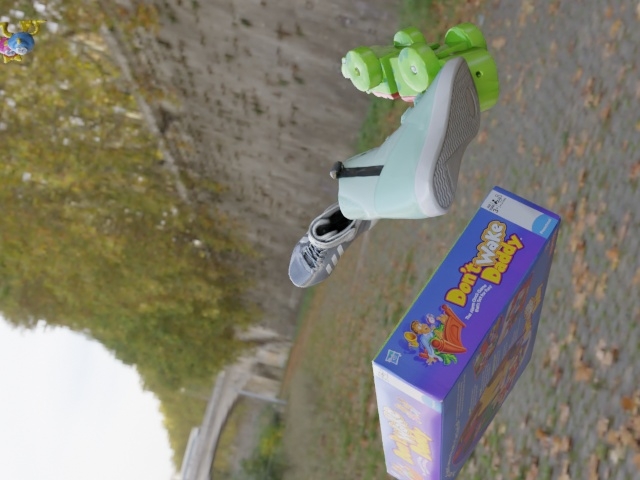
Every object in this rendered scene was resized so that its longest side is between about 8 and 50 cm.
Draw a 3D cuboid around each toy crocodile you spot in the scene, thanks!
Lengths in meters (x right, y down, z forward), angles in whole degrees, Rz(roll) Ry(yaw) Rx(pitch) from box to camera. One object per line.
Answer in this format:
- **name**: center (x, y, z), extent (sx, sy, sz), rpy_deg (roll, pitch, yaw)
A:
- **toy crocodile**: center (0.139, -0.248, 1.349), extent (0.341, 0.115, 0.105), rpy_deg (17, 130, 58)

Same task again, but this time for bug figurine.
- **bug figurine**: center (-0.604, -0.337, 1.595), extent (0.216, 0.279, 0.072), rpy_deg (-120, 24, -74)

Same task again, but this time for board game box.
- **board game box**: center (0.161, 0.132, 1.031), extent (0.233, 0.078, 0.347), rpy_deg (-52, -23, -22)

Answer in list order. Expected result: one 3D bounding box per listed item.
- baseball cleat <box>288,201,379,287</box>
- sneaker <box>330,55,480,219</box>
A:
- **baseball cleat**: center (0.000, 0.000, 1.286), extent (0.109, 0.072, 0.206), rpy_deg (-17, -27, -53)
- **sneaker**: center (0.099, -0.126, 1.108), extent (0.094, 0.151, 0.255), rpy_deg (58, -140, -35)
